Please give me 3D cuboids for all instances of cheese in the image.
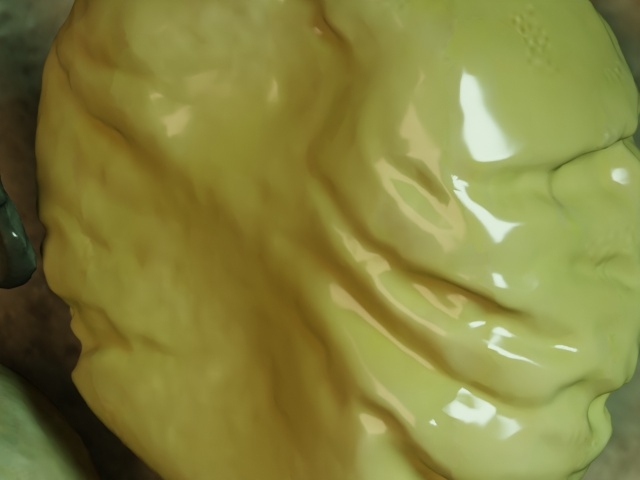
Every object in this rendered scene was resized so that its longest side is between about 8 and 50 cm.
[{"bbox_3d":[0.000,0.000,0.557,0.226,0.117,0.214,5,98,37],"label":"cheese"}]

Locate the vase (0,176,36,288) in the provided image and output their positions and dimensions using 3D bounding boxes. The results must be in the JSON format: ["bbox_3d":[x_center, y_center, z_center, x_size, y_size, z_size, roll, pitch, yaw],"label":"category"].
[{"bbox_3d":[-0.177,-0.084,0.625,0.115,0.115,0.237,-34,51,28],"label":"vase"}]

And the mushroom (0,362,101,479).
[{"bbox_3d":[-0.197,0.160,0.646,0.254,0.234,0.260,-23,37,2],"label":"mushroom"}]
